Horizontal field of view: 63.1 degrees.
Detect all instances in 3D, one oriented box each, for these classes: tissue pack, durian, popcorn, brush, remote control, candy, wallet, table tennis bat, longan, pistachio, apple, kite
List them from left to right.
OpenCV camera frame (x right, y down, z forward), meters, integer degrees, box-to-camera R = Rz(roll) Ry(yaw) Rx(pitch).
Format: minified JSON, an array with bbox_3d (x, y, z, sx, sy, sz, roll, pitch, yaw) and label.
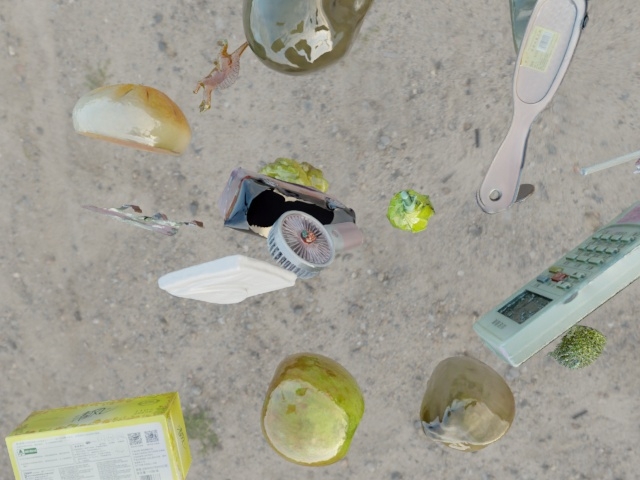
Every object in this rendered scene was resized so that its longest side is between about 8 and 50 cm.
[{"bbox_3d":[-0.245,0.237,0.591,0.175,0.062,0.095,-8,101,1],"label":"tissue pack"},{"bbox_3d":[-0.333,-0.040,1.004,0.360,0.204,0.022,3,76,56],"label":"kite"},{"bbox_3d":[-0.113,0.055,0.673,0.124,0.183,0.032,-17,73,14],"label":"wallet"},{"bbox_3d":[-0.084,-0.128,1.376,0.197,0.155,0.198,2,93,40],"label":"popcorn"},{"bbox_3d":[-0.022,-0.539,1.179,0.288,0.288,0.350,36,96,10],"label":"longan"},{"bbox_3d":[-0.012,0.305,0.944,0.195,0.196,0.196,8,110,22],"label":"apple"},{"bbox_3d":[0.105,-0.041,0.620,0.062,0.194,0.058,-24,83,9],"label":"candy"},{"bbox_3d":[0.348,0.370,1.235,0.212,0.261,0.163,-3,124,19],"label":"pistachio"},{"bbox_3d":[0.566,-0.191,1.577,0.107,0.170,0.119,-27,109,13],"label":"table tennis bat"},{"bbox_3d":[0.286,-0.187,0.726,0.071,0.067,0.313,17,102,8],"label":"brush"},{"bbox_3d":[0.748,0.330,1.518,0.137,0.096,0.221,16,151,12],"label":"durian"},{"bbox_3d":[0.385,0.053,0.764,0.344,0.145,0.050,-38,92,1],"label":"remote control"},{"bbox_3d":[0.705,-0.193,1.116,0.124,0.365,0.124,162,90,-73],"label":"candy"}]

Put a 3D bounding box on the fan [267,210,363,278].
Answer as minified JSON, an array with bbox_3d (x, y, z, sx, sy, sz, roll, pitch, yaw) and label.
[{"bbox_3d":[0.000,0.000,1.032,0.074,0.244,0.130,-45,69,36],"label":"fan"}]

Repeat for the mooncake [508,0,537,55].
[{"bbox_3d":[0.548,-0.592,1.312,0.135,0.275,0.275,-4,105,31],"label":"mooncake"}]

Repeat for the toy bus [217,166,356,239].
[{"bbox_3d":[-0.071,-0.066,1.164,0.147,0.302,0.128,46,117,51],"label":"toy bus"}]

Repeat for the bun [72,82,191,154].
[{"bbox_3d":[-0.487,-0.329,1.373,0.298,0.299,0.165,12,91,21],"label":"bun"}]

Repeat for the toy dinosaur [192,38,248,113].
[{"bbox_3d":[-0.232,-0.417,1.267,0.212,0.057,0.143,-30,57,26],"label":"toy dinosaur"}]
